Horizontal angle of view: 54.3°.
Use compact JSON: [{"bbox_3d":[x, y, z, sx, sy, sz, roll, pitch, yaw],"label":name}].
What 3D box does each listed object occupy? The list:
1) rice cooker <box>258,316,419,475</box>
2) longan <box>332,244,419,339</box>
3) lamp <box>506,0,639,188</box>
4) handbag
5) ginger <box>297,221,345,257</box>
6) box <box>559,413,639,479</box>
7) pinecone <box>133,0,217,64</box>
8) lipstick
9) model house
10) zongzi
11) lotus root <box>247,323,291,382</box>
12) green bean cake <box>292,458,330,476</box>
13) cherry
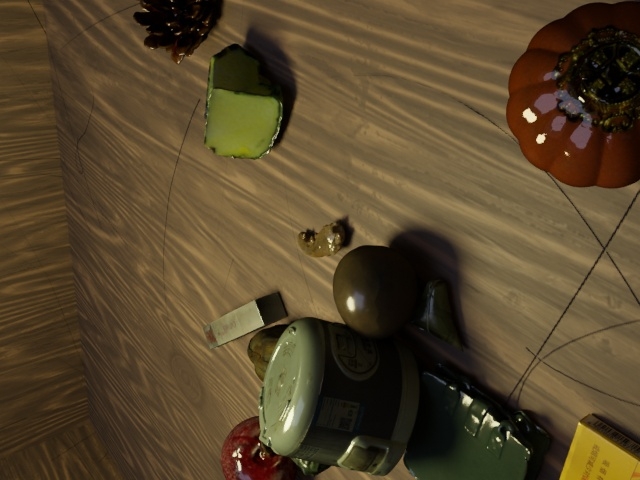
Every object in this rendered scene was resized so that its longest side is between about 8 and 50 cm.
[{"bbox_3d":[0.041,0.305,1.222,0.288,0.277,0.288,-162,90,-74],"label":"rice cooker"},{"bbox_3d":[0.103,0.091,1.171,0.189,0.189,0.189,25,123,46],"label":"longan"},{"bbox_3d":[0.335,-0.171,0.740,0.223,0.196,0.223,-1,86,18],"label":"lamp"},{"bbox_3d":[0.275,0.384,1.148,0.248,0.079,0.260,33,128,41],"label":"handbag"},{"bbox_3d":[0.000,0.004,1.383,0.173,0.051,0.069,-15,88,52],"label":"ginger"},{"bbox_3d":[0.483,0.389,0.901,0.269,0.044,0.152,31,127,44],"label":"box"},{"bbox_3d":[-0.353,-0.558,1.506,0.203,0.201,0.228,35,103,8],"label":"pinecone"},{"bbox_3d":[-0.221,0.229,1.743,0.371,0.080,0.076,-31,78,54],"label":"lipstick"},{"bbox_3d":[-0.183,-0.325,1.453,0.193,0.170,0.211,105,162,-46],"label":"model house"},{"bbox_3d":[0.230,0.135,1.137,0.113,0.052,0.104,32,123,26],"label":"zongzi"},{"bbox_3d":[-0.069,0.285,1.502,0.275,0.160,0.151,7,133,53],"label":"lotus root"},{"bbox_3d":[0.020,0.432,1.424,0.094,0.173,0.181,38,131,36],"label":"green bean cake"},{"bbox_3d":[-0.173,0.616,1.740,0.230,0.203,0.300,57,155,18],"label":"cherry"}]
